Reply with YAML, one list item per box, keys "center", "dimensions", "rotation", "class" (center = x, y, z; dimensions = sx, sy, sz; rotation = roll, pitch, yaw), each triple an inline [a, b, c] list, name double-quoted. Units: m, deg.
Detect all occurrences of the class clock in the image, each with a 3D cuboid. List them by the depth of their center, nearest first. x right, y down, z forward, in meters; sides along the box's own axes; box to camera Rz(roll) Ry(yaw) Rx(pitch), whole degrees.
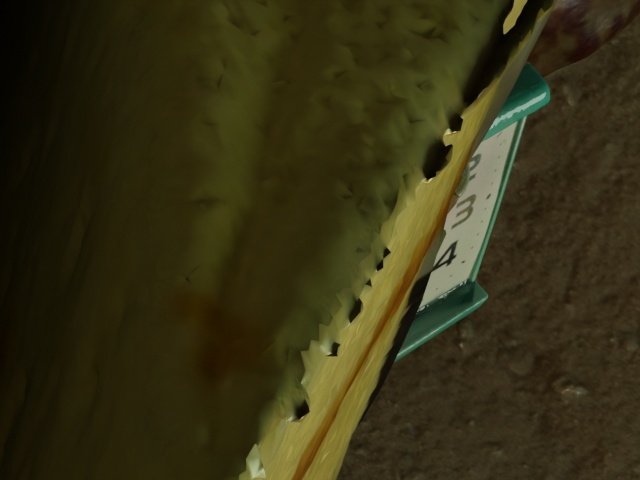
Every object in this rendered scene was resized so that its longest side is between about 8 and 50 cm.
- center: [0.000, 0.000, 1.042]
  dimensions: [0.262, 0.116, 0.231]
  rotation: [-31, 150, -31]
  class: "clock"

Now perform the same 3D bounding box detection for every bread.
- center: [-0.010, 0.073, 0.486]
  dimensions: [0.405, 0.242, 0.345]
  rotation: [-107, -147, -44]
  class: "bread"

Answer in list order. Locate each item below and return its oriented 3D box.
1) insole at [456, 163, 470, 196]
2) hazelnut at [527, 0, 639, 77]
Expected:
- center: [0.036, -0.108, 0.959]
  dimensions: [0.065, 0.193, 0.006]
  rotation: [-14, 163, -28]
  class: "insole"
- center: [0.125, -0.214, 1.114]
  dimensions: [0.234, 0.218, 0.218]
  rotation: [-35, 172, -4]
  class: "hazelnut"
